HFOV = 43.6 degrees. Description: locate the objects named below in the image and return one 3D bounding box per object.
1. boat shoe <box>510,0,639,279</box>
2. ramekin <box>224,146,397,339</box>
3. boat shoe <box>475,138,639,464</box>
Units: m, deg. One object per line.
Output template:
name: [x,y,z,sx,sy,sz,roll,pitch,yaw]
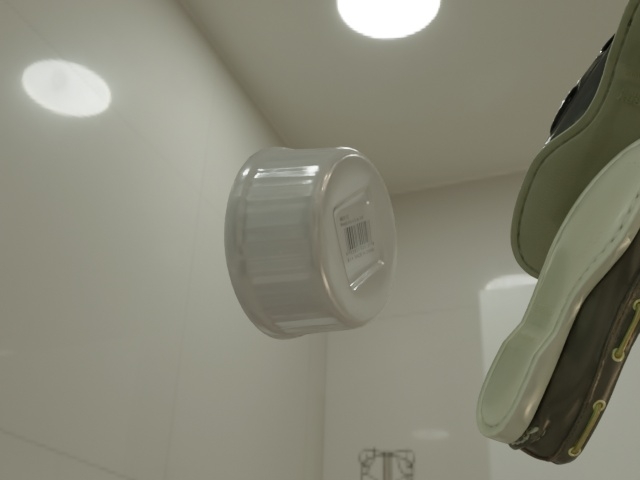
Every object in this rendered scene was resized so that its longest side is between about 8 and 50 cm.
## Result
boat shoe: [0.304,-0.113,0.818,0.127,0.113,0.340,25,-65,20]
ramekin: [0.000,0.000,1.119,0.135,0.277,0.277,-4,-28,30]
boat shoe: [0.248,0.055,0.714,0.091,0.305,0.109,27,3,-9]
